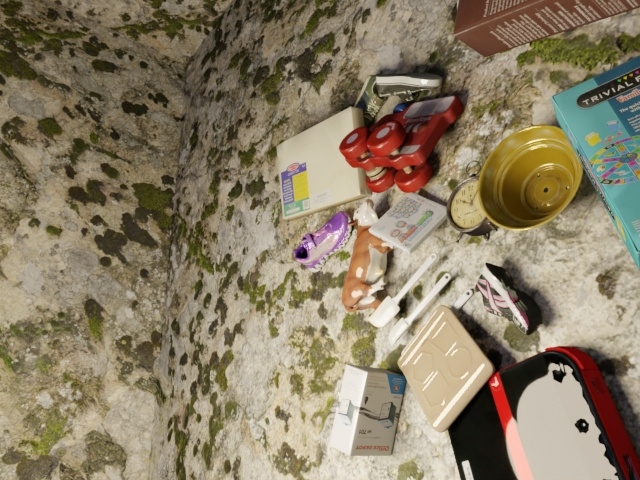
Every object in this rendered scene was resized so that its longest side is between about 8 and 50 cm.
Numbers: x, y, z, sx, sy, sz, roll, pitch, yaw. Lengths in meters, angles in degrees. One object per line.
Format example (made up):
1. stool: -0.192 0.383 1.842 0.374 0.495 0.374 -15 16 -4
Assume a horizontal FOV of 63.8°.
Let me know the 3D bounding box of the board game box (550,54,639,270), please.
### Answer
1. board game box: 0.560 -0.152 0.813 0.253 0.079 0.336 -24 54 22

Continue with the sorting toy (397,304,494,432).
1. sorting toy: 0.266 0.271 1.107 0.193 0.038 0.208 -58 30 18

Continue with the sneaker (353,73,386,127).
1. sneaker: 0.155 -0.420 1.570 0.086 0.064 0.192 17 88 58

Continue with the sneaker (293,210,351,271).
1. sneaker: 0.000 0.000 1.572 0.236 0.104 0.095 -50 39 28

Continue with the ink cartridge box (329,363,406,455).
1. ink cartridge box: 0.113 0.399 1.211 0.082 0.139 0.191 2 78 52

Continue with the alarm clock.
1. alarm clock: 0.351 -0.093 1.160 0.129 0.064 0.192 -21 62 49

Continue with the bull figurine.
1. bull figurine: 0.141 0.043 1.360 0.188 0.101 0.311 0 76 52

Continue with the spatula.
1. spatula: 0.238 0.163 1.211 0.242 0.019 0.168 -52 57 18

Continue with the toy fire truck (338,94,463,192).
1. toy fire truck: 0.211 -0.274 1.378 0.254 0.169 0.302 -53 29 -17

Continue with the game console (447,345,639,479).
1. game console: 0.388 0.413 0.912 0.342 0.060 0.387 -46 42 42

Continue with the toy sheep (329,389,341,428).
1. toy sheep: 0.061 0.451 1.311 0.091 0.091 0.132 -32 70 43

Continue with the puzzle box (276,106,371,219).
1. puzzle box: -0.003 -0.234 1.667 0.408 0.052 0.272 -13 81 51

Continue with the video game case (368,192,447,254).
1. video game case: 0.221 -0.048 1.272 0.157 0.019 0.143 -43 44 -15

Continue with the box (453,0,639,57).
1. box: 0.487 -0.555 1.109 0.381 0.143 0.191 3 79 53

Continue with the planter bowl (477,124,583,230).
1. planter bowl: 0.434 -0.112 1.029 0.217 0.090 0.217 -25 57 44

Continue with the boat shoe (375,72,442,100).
1. boat shoe: 0.250 -0.432 1.449 0.219 0.077 0.070 20 126 46

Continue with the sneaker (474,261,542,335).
1. sneaker: 0.376 0.129 1.043 0.178 0.071 0.077 -108 36 -51
